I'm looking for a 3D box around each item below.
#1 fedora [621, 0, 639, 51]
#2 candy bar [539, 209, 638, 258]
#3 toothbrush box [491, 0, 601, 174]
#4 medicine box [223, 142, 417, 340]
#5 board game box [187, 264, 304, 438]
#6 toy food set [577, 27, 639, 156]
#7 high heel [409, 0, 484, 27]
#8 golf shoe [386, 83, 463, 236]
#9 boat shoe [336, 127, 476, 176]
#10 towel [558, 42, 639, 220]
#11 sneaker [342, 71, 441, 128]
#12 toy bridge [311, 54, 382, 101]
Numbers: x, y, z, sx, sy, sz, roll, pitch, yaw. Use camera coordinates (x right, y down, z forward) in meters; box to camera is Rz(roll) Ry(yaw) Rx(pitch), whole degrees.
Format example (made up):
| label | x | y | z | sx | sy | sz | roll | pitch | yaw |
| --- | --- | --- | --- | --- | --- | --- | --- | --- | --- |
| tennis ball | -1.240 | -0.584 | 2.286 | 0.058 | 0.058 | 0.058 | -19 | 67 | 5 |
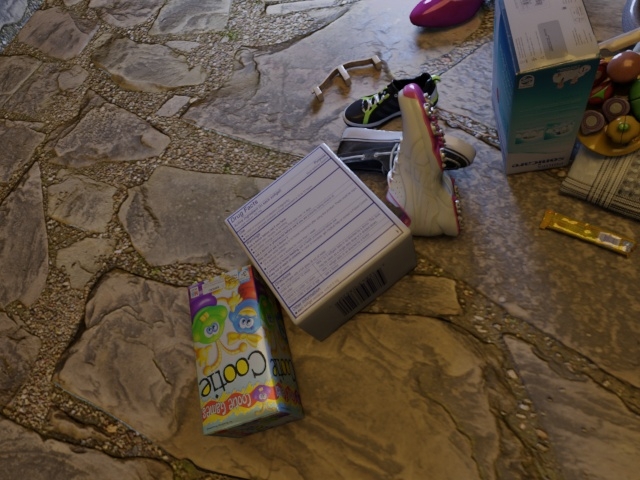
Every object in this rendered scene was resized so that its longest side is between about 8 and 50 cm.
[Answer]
| label | x | y | z | sx | sy | sz | roll | pitch | yaw |
| --- | --- | --- | --- | --- | --- | --- | --- | --- | --- |
| fedora | 0.720 | -0.394 | 0.890 | 0.275 | 0.124 | 0.244 | 38 | 82 | 23 |
| candy bar | 0.492 | -0.013 | 0.845 | 0.161 | 0.018 | 0.040 | 25 | 79 | 26 |
| toothbrush box | 0.398 | -0.295 | 0.851 | 0.126 | 0.295 | 0.216 | -7 | 65 | 17 |
| medicine box | 0.000 | 0.000 | 0.924 | 0.263 | 0.149 | 0.289 | -38 | 60 | -2 |
| board game box | -0.144 | 0.212 | 0.873 | 0.142 | 0.144 | 0.275 | -20 | 62 | 8 |
| toy food set | 0.507 | -0.259 | 0.794 | 0.128 | 0.071 | 0.218 | -6 | 86 | 33 |
| high heel | 0.382 | -0.657 | 1.093 | 0.377 | 0.181 | 0.127 | -26 | 60 | 5 |
| golf shoe | 0.176 | -0.133 | 0.865 | 0.140 | 0.306 | 0.115 | -10 | 26 | 23 |
| boat shoe | 0.166 | -0.171 | 0.974 | 0.306 | 0.113 | 0.105 | 14 | 77 | 26 |
| towel | 0.638 | -0.179 | 0.787 | 0.312 | 0.056 | 0.324 | 28 | 102 | 27 |
| sneaker | 0.158 | -0.335 | 1.061 | 0.234 | 0.097 | 0.084 | -14 | 62 | 11 |
| toy bridge | 0.060 | -0.423 | 1.176 | 0.188 | 0.026 | 0.063 | -27 | 58 | 4 |
